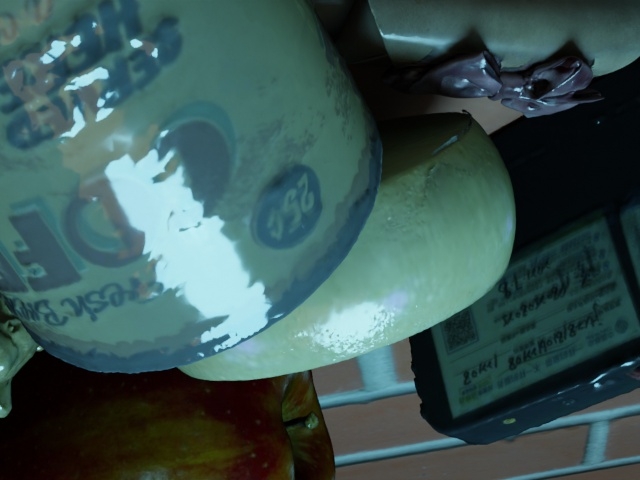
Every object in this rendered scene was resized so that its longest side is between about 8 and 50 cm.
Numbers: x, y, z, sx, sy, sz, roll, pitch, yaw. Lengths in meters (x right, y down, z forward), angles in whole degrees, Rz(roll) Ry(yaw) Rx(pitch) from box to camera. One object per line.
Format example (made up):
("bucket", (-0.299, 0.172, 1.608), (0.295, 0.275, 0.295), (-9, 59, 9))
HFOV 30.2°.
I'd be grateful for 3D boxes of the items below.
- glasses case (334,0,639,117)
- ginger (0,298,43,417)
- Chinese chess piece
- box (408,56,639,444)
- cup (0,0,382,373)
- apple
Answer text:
("glasses case", (0.106, -0.110, 0.747), (0.194, 0.070, 0.102), (1, 150, -18))
("ginger", (-0.213, 0.068, 0.790), (0.065, 0.258, 0.149), (18, 143, 6))
("Chinese chess piece", (0.000, 0.000, 0.753), (0.251, 0.097, 0.251), (-18, -168, 4))
("box", (0.206, -0.008, 0.812), (0.350, 0.211, 0.058), (-27, 148, 31))
("cup", (-0.144, -0.106, 0.594), (0.301, 0.227, 0.257), (9, 144, 32))
("apple", (-0.137, 0.169, 0.962), (0.317, 0.288, 0.288), (-16, 150, 17))
